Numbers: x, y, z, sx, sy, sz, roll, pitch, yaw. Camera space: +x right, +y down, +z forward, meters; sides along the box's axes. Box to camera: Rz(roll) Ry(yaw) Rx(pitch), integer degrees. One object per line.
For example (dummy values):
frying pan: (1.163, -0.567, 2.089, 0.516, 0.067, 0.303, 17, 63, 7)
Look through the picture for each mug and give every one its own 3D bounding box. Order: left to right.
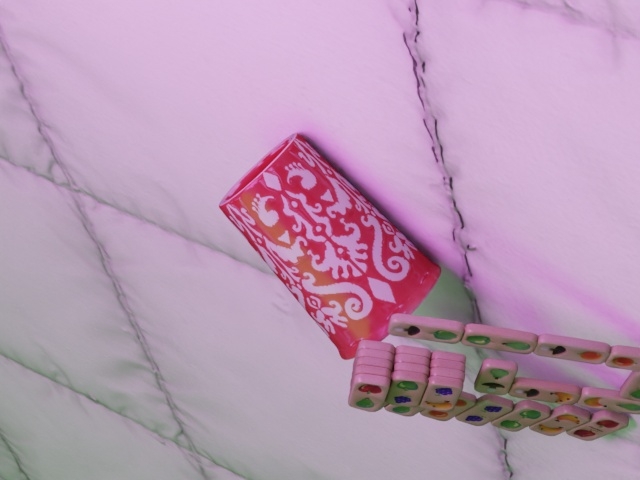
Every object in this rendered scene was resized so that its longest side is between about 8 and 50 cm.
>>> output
mug: (-0.005, 0.006, 1.484, 0.169, 0.113, 0.150, 47, 151, -10)

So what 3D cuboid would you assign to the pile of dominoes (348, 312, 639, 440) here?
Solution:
pile of dominoes: (0.150, 0.131, 1.442, 0.251, 0.040, 0.196, 9, 152, -2)
